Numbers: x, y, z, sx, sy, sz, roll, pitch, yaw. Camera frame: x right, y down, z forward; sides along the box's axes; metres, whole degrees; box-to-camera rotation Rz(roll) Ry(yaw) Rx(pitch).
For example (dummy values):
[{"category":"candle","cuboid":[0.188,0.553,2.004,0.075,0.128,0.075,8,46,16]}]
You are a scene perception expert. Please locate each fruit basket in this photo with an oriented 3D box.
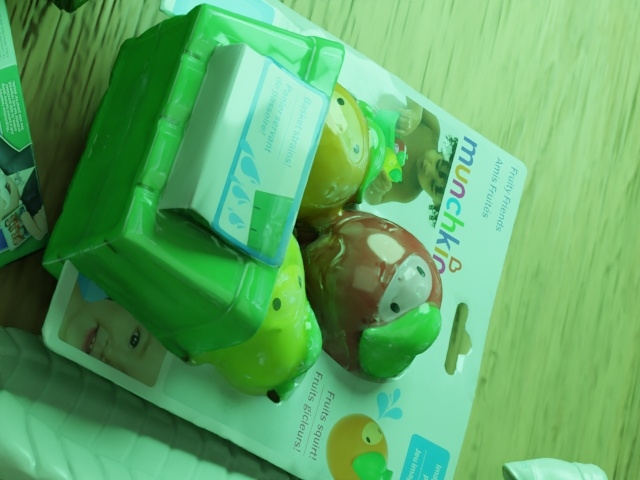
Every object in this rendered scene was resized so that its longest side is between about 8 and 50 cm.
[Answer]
[{"category":"fruit basket","cuboid":[0.000,0.000,1.209,0.353,0.165,0.327,29,63,-24]}]

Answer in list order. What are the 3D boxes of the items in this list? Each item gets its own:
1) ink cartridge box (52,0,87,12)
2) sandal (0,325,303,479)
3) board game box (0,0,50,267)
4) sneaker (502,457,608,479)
[{"category":"ink cartridge box","cuboid":[-0.185,-0.316,1.168,0.189,0.097,0.255,-42,92,-13]},{"category":"sandal","cuboid":[-0.103,0.189,1.152,0.416,0.169,0.102,28,109,-19]},{"category":"board game box","cuboid":[-0.285,-0.113,1.060,0.213,0.046,0.317,-27,116,-46]},{"category":"sneaker","cuboid":[0.164,0.271,1.298,0.094,0.080,0.212,10,68,-13]}]
